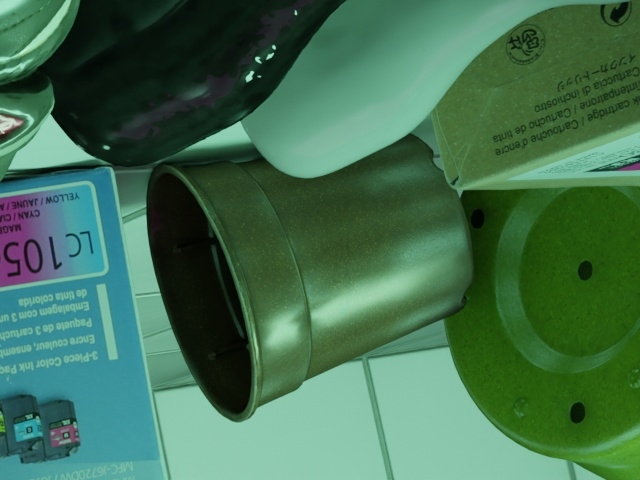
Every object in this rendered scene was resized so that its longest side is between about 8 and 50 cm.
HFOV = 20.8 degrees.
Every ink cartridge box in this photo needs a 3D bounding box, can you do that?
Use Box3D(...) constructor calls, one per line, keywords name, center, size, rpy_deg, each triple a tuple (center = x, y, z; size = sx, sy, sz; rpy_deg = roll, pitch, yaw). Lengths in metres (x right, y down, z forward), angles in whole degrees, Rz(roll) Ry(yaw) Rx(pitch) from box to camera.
Box3D(name="ink cartridge box", center=(-0.167, 0.176, 1.101), size=(0.151, 0.395, 0.270), rpy_deg=(-11, 172, -8))
Box3D(name="ink cartridge box", center=(0.198, -0.095, 0.864), size=(0.235, 0.088, 0.193), rpy_deg=(-20, 168, 40))

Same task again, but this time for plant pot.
Box3D(name="plant pot", center=(-0.003, 0.011, 1.099), size=(0.165, 0.167, 0.167), rpy_deg=(-18, 174, -20))
Box3D(name="plant pot", center=(0.283, 0.039, 1.186), size=(0.353, 0.366, 0.366), rpy_deg=(12, 158, -41))

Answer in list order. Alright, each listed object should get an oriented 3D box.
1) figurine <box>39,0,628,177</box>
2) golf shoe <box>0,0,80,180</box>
Box3D(name="figurine", center=(0.035, -0.098, 0.627), size=(0.209, 0.092, 0.215), rpy_deg=(-21, 170, 26))
Box3D(name="golf shoe", center=(-0.183, -0.081, 0.414), size=(0.273, 0.105, 0.120), rpy_deg=(-5, 138, -35))
